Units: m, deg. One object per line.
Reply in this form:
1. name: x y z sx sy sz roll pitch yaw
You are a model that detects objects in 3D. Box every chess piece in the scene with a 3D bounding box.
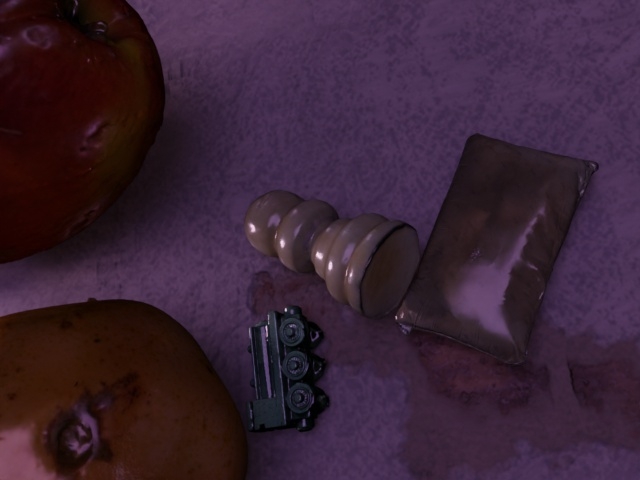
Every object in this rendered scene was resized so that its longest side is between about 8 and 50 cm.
1. chess piece: 0.000 0.000 1.267 0.243 0.133 0.133 24 82 33

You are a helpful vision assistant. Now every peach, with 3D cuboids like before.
1. peach: -0.394 -0.153 1.245 0.416 0.353 0.339 -43 52 24

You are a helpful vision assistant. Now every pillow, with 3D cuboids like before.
1. pillow: 0.231 0.009 1.250 0.185 0.075 0.302 19 78 24

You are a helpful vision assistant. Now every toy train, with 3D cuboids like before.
1. toy train: -0.051 0.176 1.278 0.111 0.071 0.170 -12 74 17

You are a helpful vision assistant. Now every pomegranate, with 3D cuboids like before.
1. pomegranate: -0.301 0.263 1.163 0.416 0.416 0.417 -3 76 12
